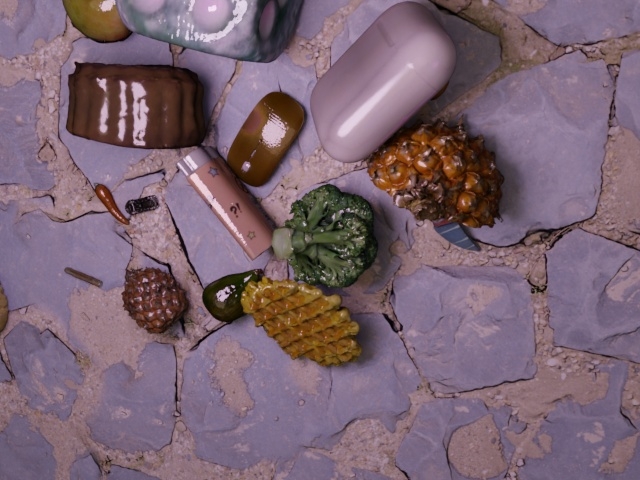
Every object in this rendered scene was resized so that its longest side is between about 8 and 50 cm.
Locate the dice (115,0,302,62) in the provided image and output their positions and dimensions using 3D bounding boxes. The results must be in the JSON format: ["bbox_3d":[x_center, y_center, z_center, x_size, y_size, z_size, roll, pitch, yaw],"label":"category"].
[{"bbox_3d":[-0.224,-0.585,1.554,0.330,0.328,0.348,16,107,10],"label":"dice"}]

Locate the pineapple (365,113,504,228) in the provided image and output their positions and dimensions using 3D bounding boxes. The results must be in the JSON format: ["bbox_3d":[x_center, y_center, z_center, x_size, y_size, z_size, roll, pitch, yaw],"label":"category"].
[{"bbox_3d":[0.263,-0.163,1.551,0.344,0.286,0.209,21,108,8],"label":"pineapple"}]

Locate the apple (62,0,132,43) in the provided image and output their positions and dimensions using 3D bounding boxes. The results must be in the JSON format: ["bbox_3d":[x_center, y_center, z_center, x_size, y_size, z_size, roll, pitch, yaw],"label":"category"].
[{"bbox_3d":[-0.518,-0.584,1.726,0.188,0.174,0.207,34,94,2],"label":"apple"}]

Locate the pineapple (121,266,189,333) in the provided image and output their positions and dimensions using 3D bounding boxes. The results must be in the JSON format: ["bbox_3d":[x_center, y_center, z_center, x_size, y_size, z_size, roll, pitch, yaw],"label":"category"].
[{"bbox_3d":[-0.443,0.144,1.885,0.193,0.166,0.166,43,110,3],"label":"pineapple"}]

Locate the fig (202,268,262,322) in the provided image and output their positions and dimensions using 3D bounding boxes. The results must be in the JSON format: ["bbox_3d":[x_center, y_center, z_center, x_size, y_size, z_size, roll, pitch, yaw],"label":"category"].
[{"bbox_3d":[-0.214,0.129,1.853,0.177,0.117,0.117,-40,91,3],"label":"fig"}]

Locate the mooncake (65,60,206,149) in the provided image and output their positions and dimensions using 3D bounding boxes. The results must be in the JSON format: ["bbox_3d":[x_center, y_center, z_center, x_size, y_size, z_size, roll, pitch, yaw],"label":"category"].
[{"bbox_3d":[-0.426,-0.318,1.686,0.324,0.324,0.187,7,101,13],"label":"mooncake"}]

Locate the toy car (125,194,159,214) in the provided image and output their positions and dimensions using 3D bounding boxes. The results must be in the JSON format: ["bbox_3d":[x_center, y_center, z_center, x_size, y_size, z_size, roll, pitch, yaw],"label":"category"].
[{"bbox_3d":[-0.471,-0.094,1.901,0.093,0.025,0.041,-11,99,14],"label":"toy car"}]

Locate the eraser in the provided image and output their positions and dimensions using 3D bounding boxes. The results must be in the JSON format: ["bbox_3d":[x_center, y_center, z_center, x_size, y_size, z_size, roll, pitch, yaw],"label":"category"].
[{"bbox_3d":[-0.217,-0.093,1.759,0.087,0.171,0.290,-38,92,12],"label":"eraser"}]

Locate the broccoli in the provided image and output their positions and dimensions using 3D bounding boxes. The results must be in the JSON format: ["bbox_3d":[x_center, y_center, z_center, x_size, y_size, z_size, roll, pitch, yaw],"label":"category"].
[{"bbox_3d":[0.000,0.000,1.677,0.270,0.270,0.270,7,101,40],"label":"broccoli"}]

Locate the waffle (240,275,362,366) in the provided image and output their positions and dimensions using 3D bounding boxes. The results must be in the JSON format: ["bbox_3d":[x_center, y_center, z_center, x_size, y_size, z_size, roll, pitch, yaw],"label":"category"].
[{"bbox_3d":[-0.043,0.205,1.779,0.307,0.060,0.312,5,134,25],"label":"waffle"}]

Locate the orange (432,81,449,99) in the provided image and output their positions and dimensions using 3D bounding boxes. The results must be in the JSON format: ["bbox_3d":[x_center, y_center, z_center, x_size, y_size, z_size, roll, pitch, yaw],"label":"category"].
[{"bbox_3d":[0.244,-0.353,1.619,0.086,0.086,0.062,-51,61,20],"label":"orange"}]

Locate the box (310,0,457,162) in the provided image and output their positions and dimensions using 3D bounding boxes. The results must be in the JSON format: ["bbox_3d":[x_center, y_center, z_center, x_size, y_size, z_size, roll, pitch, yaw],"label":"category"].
[{"bbox_3d":[0.125,-0.341,1.554,0.141,0.289,0.349,35,113,-29],"label":"box"}]

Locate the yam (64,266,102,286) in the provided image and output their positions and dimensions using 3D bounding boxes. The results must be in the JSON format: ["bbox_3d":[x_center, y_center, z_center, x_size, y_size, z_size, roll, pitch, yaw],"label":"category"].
[{"bbox_3d":[-0.658,0.101,2.002,0.116,0.021,0.021,22,108,8],"label":"yam"}]

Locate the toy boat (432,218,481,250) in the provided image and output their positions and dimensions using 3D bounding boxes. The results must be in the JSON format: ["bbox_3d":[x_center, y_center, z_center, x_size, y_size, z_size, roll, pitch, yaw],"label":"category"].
[{"bbox_3d":[0.323,-0.011,1.704,0.096,0.034,0.122,-20,114,47],"label":"toy boat"}]

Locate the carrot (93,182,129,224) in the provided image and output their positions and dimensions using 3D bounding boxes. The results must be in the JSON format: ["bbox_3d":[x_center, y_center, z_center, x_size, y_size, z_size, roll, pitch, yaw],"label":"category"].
[{"bbox_3d":[-0.558,-0.097,1.922,0.035,0.035,0.142,-30,102,20],"label":"carrot"}]

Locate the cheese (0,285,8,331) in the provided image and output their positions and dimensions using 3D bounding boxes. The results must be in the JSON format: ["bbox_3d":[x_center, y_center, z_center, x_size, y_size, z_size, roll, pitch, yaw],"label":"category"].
[{"bbox_3d":[-1.005,0.182,2.068,0.226,0.117,0.214,-6,96,21],"label":"cheese"}]

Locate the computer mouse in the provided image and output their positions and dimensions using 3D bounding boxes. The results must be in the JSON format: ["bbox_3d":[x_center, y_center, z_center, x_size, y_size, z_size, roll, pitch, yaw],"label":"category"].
[{"bbox_3d":[-0.136,-0.244,1.761,0.126,0.056,0.245,38,111,4],"label":"computer mouse"}]
